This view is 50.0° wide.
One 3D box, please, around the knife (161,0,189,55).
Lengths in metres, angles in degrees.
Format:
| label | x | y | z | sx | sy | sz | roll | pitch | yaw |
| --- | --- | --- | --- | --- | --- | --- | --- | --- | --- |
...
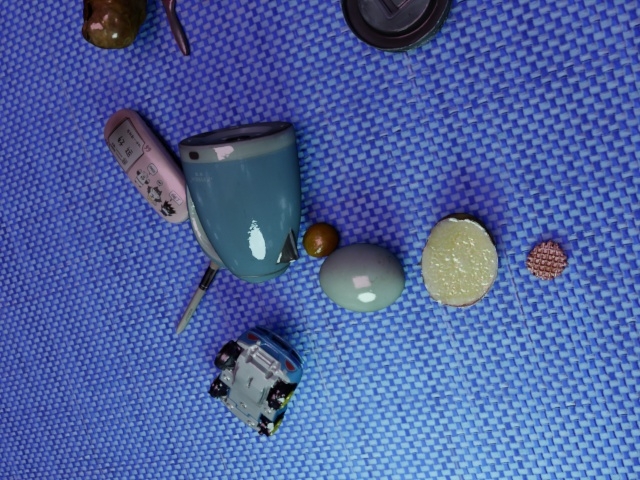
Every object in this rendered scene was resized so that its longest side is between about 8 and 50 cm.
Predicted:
| label | x | y | z | sx | sy | sz | roll | pitch | yaw |
| --- | --- | --- | --- | --- | --- | --- | --- | --- | --- |
| knife | -0.351 | -0.547 | 1.591 | 0.035 | 0.018 | 0.247 | -18 | 94 | 28 |

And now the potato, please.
| label | x | y | z | sx | sy | sz | roll | pitch | yaw |
| --- | --- | --- | --- | --- | --- | --- | --- | --- | --- |
| potato | 0.286 | 0.037 | 1.424 | 0.164 | 0.081 | 0.200 | 4 | 107 | 14 |

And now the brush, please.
| label | x | y | z | sx | sy | sz | roll | pitch | yaw |
| --- | --- | --- | --- | --- | --- | --- | --- | --- | --- |
| brush | -0.302 | 0.126 | 1.721 | 0.042 | 0.039 | 0.299 | 40 | 117 | 14 |

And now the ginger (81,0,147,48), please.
| label | x | y | z | sx | sy | sz | roll | pitch | yaw |
| --- | --- | --- | --- | --- | --- | --- | --- | --- | --- |
| ginger | -0.487 | -0.581 | 1.569 | 0.165 | 0.172 | 0.321 | -34 | 72 | 51 |

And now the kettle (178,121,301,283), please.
| label | x | y | z | sx | sy | sz | roll | pitch | yaw |
| --- | --- | --- | --- | --- | --- | --- | --- | --- | --- |
| kettle | -0.182 | -0.074 | 1.528 | 0.319 | 0.247 | 0.342 | 8 | 115 | 40 |

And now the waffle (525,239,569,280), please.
| label | x | y | z | sx | sy | sz | roll | pitch | yaw |
| --- | --- | --- | --- | --- | --- | --- | --- | --- | --- |
| waffle | 0.456 | 0.041 | 1.380 | 0.075 | 0.029 | 0.083 | 47 | 113 | 6 |

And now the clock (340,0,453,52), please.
| label | x | y | z | sx | sy | sz | roll | pitch | yaw |
| --- | --- | --- | --- | --- | --- | --- | --- | --- | --- |
| clock | 0.152 | -0.485 | 1.356 | 0.226 | 0.049 | 0.226 | 1 | 92 | 23 |

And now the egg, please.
| label | x | y | z | sx | sy | sz | roll | pitch | yaw |
| --- | --- | --- | --- | --- | --- | --- | --- | --- | --- |
| egg | 0.088 | 0.080 | 1.477 | 0.192 | 0.149 | 0.149 | 6 | 104 | 27 |

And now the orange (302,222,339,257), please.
| label | x | y | z | sx | sy | sz | roll | pitch | yaw |
| --- | --- | --- | --- | --- | --- | --- | --- | --- | --- |
| orange | 0.000 | 0.000 | 1.537 | 0.085 | 0.085 | 0.085 | 5 | 104 | 22 |

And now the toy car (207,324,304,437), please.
| label | x | y | z | sx | sy | sz | roll | pitch | yaw |
| --- | --- | --- | --- | --- | --- | --- | --- | --- | --- |
| toy car | -0.142 | 0.330 | 1.634 | 0.198 | 0.166 | 0.314 | 35 | 142 | 14 |

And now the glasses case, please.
| label | x | y | z | sx | sy | sz | roll | pitch | yaw |
| --- | --- | --- | --- | --- | --- | --- | --- | --- | --- |
| glasses case | -0.411 | -0.180 | 1.669 | 0.122 | 0.075 | 0.314 | -39 | 85 | 22 |
